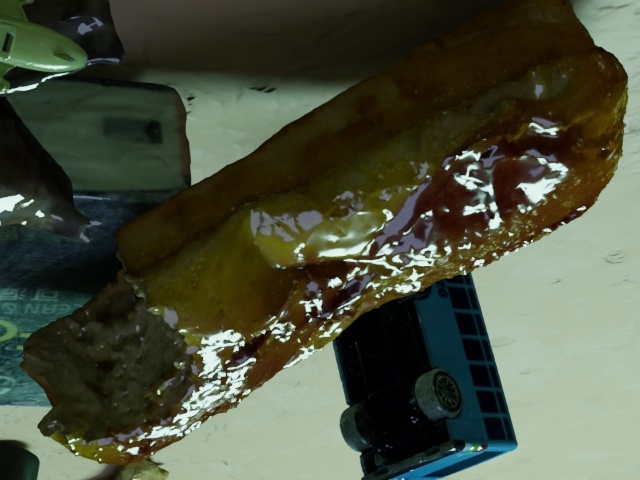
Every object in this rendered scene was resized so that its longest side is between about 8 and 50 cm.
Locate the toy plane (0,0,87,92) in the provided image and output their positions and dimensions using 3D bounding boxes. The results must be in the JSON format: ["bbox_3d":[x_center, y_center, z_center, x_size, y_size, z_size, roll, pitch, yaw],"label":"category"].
[{"bbox_3d":[-0.147,-0.089,0.730,0.111,0.102,0.040,13,-169,-33],"label":"toy plane"}]

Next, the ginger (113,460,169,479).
[{"bbox_3d":[-0.186,0.244,1.657,0.057,0.044,0.137,21,145,-15],"label":"ginger"}]

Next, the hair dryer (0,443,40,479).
[{"bbox_3d":[-0.340,0.210,1.499,0.197,0.100,0.057,27,140,-29],"label":"hair dryer"}]

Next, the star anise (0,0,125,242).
[{"bbox_3d":[-0.214,-0.093,0.812,0.359,0.139,0.316,-7,133,-12],"label":"star anise"}]

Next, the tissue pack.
[{"bbox_3d":[-0.221,0.007,1.067,0.227,0.103,0.316,3,152,-17],"label":"tissue pack"}]

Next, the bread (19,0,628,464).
[{"bbox_3d":[0.000,0.000,0.976,0.380,0.109,0.185,-30,164,-4],"label":"bread"}]

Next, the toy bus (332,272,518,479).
[{"bbox_3d":[0.064,0.072,1.207,0.090,0.185,0.106,-28,157,36],"label":"toy bus"}]
